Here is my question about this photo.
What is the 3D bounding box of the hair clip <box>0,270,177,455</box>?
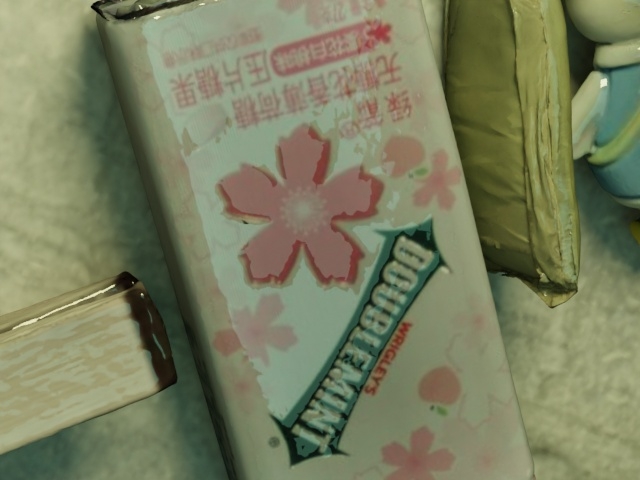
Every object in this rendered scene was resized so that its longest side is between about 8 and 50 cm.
[{"bbox_3d":[-0.250,0.104,1.074,0.330,0.101,0.085,-19,110,-6],"label":"hair clip"}]

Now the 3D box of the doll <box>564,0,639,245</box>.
[{"bbox_3d":[0.203,-0.111,1.129,0.135,0.099,0.241,-13,107,25],"label":"doll"}]

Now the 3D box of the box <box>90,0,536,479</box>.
[{"bbox_3d":[0.000,0.000,1.100,0.190,0.112,0.370,-19,107,-10],"label":"box"}]

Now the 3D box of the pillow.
[{"bbox_3d":[0.115,-0.069,1.106,0.053,0.119,0.208,-14,107,-28],"label":"pillow"}]
